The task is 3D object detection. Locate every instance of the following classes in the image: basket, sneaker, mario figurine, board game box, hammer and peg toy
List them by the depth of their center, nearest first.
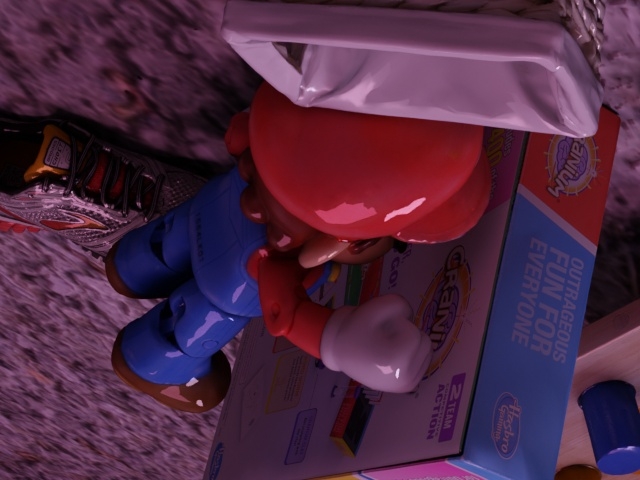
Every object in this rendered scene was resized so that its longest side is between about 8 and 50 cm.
[{"bbox_3d":[0.053,-0.121,0.764,0.167,0.103,0.113,8,169,21],"label":"basket"},{"bbox_3d":[0.000,0.000,0.959,0.198,0.170,0.320,56,139,1],"label":"mario figurine"},{"bbox_3d":[0.047,0.054,1.018,0.064,0.242,0.316,25,157,-24],"label":"board game box"},{"bbox_3d":[0.275,0.101,1.094,0.361,0.127,0.266,-32,134,27],"label":"hammer and peg toy"},{"bbox_3d":[-0.172,-0.035,1.157,0.225,0.088,0.093,11,156,10],"label":"sneaker"}]
